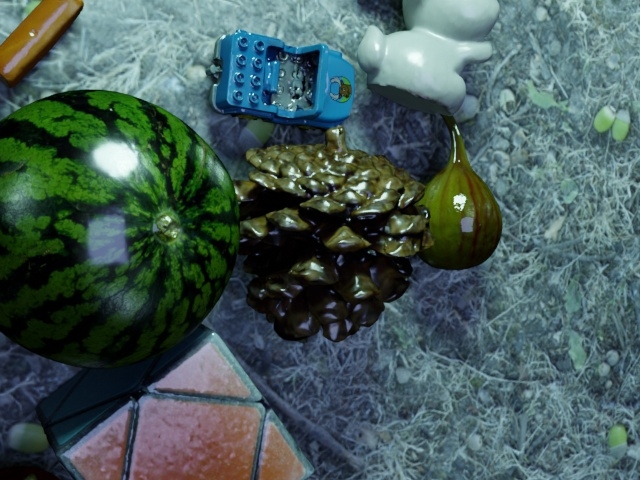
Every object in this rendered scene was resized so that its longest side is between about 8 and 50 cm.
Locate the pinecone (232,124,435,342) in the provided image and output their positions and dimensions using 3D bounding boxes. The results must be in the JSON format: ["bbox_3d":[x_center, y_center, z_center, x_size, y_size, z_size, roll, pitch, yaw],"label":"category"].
[{"bbox_3d":[0.012,-0.005,1.110,0.243,0.243,0.257,-32,132,-17],"label":"pinecone"}]

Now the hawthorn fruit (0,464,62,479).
[{"bbox_3d":[-0.332,0.321,1.013,0.169,0.169,0.188,12,132,-24],"label":"hawthorn fruit"}]

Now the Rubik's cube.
[{"bbox_3d":[-0.168,0.221,1.064,0.205,0.205,0.207,-39,107,-16],"label":"Rubik's cube"}]

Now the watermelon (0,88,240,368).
[{"bbox_3d":[-0.224,-0.013,0.976,0.285,0.285,0.285,-2,96,-23],"label":"watermelon"}]

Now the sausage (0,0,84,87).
[{"bbox_3d":[-0.311,-0.227,1.047,0.039,0.041,0.131,37,79,0],"label":"sausage"}]

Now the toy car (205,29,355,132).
[{"bbox_3d":[-0.037,-0.190,1.136,0.191,0.100,0.097,6,89,-28],"label":"toy car"}]

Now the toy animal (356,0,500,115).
[{"bbox_3d":[0.125,-0.260,1.185,0.178,0.127,0.193,10,94,-21],"label":"toy animal"}]

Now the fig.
[{"bbox_3d":[0.175,-0.078,1.240,0.124,0.124,0.237,3,82,-23],"label":"fig"}]
